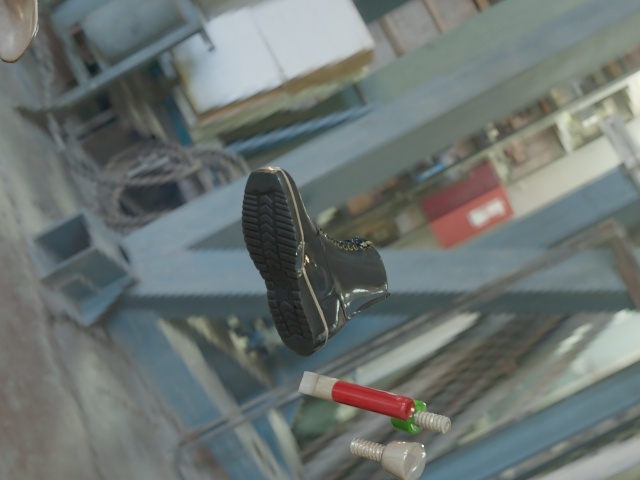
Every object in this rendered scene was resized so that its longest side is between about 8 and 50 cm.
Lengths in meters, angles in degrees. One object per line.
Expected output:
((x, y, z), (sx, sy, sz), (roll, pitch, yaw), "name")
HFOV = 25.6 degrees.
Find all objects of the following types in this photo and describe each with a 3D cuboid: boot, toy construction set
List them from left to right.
((-0.272, -0.228, 1.256), (0.087, 0.042, 0.118), (120, -25, -73), "boot")
((-0.003, 0.286, 1.468), (0.257, 0.237, 0.308), (-6, 103, -50), "toy construction set")
((0.000, 0.000, 1.430), (0.077, 0.137, 0.197), (14, -57, 42), "boot")
